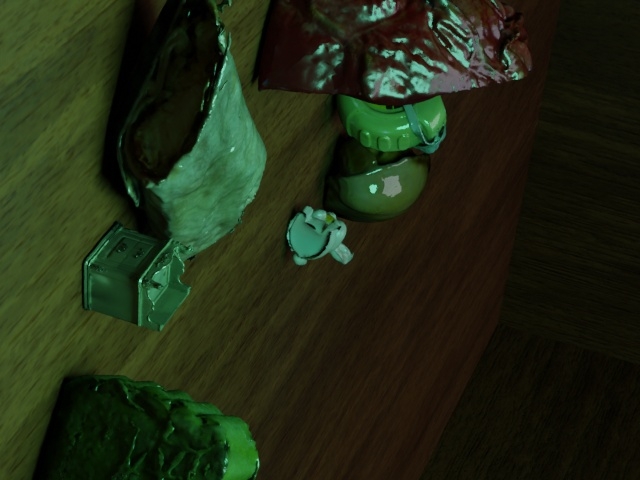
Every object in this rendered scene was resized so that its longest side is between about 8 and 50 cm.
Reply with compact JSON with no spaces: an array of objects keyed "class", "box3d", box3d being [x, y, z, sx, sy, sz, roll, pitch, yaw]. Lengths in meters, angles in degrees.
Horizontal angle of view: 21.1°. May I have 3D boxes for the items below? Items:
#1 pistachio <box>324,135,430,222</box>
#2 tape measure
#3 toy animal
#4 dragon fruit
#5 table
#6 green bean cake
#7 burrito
[{"class":"pistachio","box3d":[0.082,-0.088,2.470,0.210,0.165,0.131,14,53,-64]},{"class":"tape measure","box3d":[0.098,-0.194,2.350,0.087,0.154,0.177,88,-8,-59]},{"class":"toy animal","box3d":[0.002,-0.006,2.353,0.124,0.071,0.085,-26,130,-72]},{"class":"dragon fruit","box3d":[0.105,-0.279,2.075,0.240,0.330,0.302,-179,-76,-82]},{"class":"table","box3d":[-0.177,0.035,1.675,0.079,0.083,0.062,-56,158,-49]},{"class":"green bean cake","box3d":[-0.177,0.247,1.681,0.113,0.200,0.214,12,97,-67]},{"class":"burrito","box3d":[-0.127,-0.093,1.669,0.175,0.107,0.348,-60,165,-23]}]
